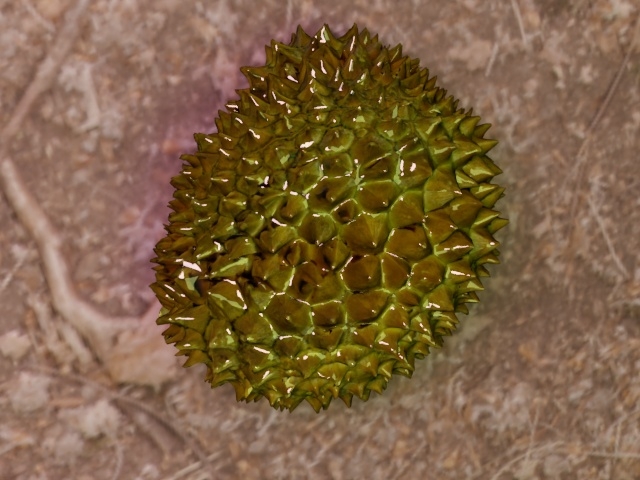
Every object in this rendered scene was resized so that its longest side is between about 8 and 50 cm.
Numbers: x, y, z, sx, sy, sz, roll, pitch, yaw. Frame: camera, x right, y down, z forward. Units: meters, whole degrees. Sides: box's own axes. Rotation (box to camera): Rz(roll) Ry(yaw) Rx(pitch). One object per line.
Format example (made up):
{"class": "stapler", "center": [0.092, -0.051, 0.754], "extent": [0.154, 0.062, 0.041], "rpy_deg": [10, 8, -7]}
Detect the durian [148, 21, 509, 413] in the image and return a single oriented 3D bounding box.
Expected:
{"class": "durian", "center": [0.002, -0.003, 1.190], "extent": [0.200, 0.176, 0.237], "rpy_deg": [29, 103, -12]}
